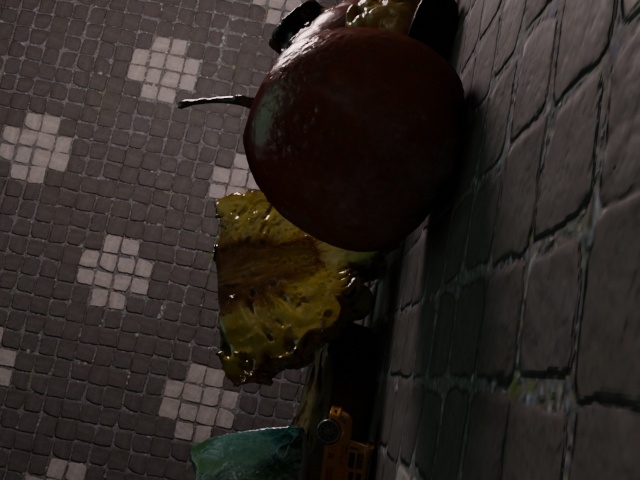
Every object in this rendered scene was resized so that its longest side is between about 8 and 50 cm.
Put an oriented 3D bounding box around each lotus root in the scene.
[{"bbox_3d":[0.009,0.312,1.133,0.375,0.111,0.390,104,180,-60],"label":"lotus root"}]

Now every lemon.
[{"bbox_3d":[0.064,0.113,1.246,0.062,0.062,0.083,101,-167,-49],"label":"lemon"}]

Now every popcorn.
[{"bbox_3d":[0.107,-0.286,0.964,0.180,0.180,0.170,-79,-32,-51],"label":"popcorn"}]

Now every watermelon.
[{"bbox_3d":[-0.072,0.344,0.872,0.094,0.154,0.241,-77,-23,-48],"label":"watermelon"}]

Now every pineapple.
[{"bbox_3d":[-0.003,0.079,1.065,0.209,0.286,0.344,70,-171,-53],"label":"pineapple"}]

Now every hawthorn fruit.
[{"bbox_3d":[0.032,-0.109,0.718,0.235,0.263,0.231,-47,43,34],"label":"hawthorn fruit"}]

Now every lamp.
[{"bbox_3d":[0.028,-0.292,1.187,0.305,0.239,0.305,-42,0,0],"label":"lamp"}]

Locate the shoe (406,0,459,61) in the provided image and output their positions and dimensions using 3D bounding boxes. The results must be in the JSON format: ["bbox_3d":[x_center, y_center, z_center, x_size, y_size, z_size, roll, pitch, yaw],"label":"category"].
[{"bbox_3d":[0.129,-0.218,0.854,0.049,0.071,0.179,-101,25,-79],"label":"shoe"}]

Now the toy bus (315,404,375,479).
[{"bbox_3d":[0.026,0.293,0.865,0.069,0.074,0.162,44,-125,-81],"label":"toy bus"}]

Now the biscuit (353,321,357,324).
[{"bbox_3d":[0.049,0.267,1.489,0.064,0.034,0.199,-84,5,-77],"label":"biscuit"}]

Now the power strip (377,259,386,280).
[{"bbox_3d":[0.088,0.032,1.215,0.191,0.047,0.030,-79,6,-76],"label":"power strip"}]
